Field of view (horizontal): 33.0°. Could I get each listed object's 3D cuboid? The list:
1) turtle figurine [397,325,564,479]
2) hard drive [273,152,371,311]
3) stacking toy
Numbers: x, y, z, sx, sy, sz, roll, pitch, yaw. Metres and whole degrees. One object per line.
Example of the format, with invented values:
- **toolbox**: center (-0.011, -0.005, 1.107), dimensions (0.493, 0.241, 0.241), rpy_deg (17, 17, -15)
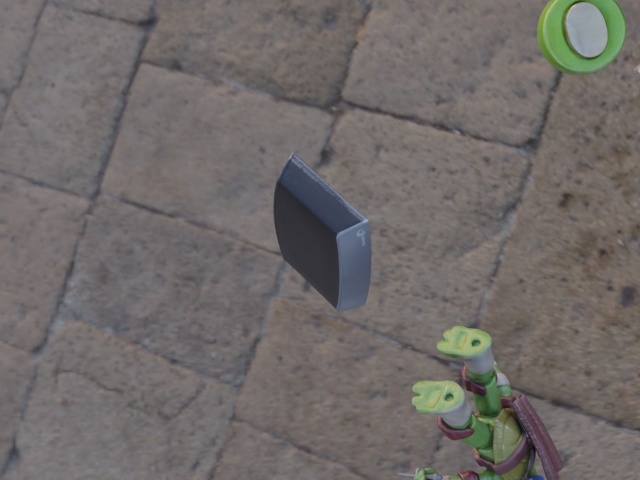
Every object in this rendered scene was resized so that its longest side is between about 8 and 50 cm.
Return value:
- **turtle figurine**: center (0.182, 0.243, 1.476), dimensions (0.198, 0.266, 0.274), rpy_deg (-33, 41, -7)
- **hard drive**: center (0.000, 0.000, 1.569), dimensions (0.054, 0.254, 0.172), rpy_deg (-39, 67, -19)
- **stacking toy**: center (0.468, -0.367, 1.559), dimensions (0.309, 0.130, 0.279), rpy_deg (13, 95, -3)
